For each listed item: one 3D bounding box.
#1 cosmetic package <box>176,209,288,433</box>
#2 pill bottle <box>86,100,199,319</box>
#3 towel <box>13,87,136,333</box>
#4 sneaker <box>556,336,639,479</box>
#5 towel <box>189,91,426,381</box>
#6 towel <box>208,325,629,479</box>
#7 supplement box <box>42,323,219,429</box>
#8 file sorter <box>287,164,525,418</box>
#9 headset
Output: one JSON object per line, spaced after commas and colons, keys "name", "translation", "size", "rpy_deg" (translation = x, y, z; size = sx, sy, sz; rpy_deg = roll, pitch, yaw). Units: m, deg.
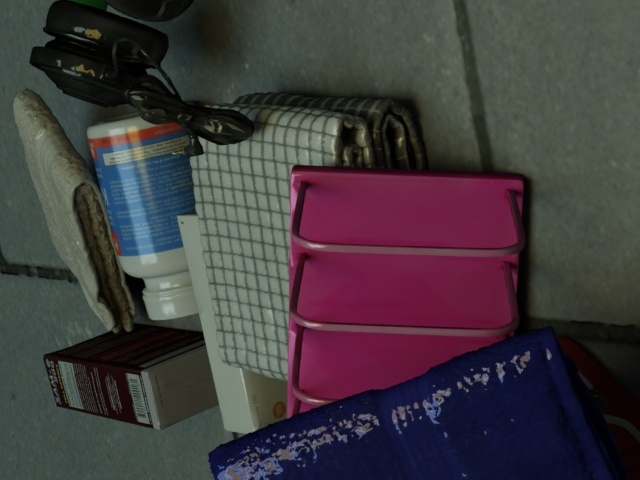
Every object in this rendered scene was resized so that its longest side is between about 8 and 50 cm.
{"name": "cosmetic package", "translation": [-0.072, 0.076, 1.736], "size": [0.060, 0.099, 0.239], "rpy_deg": [3, 109, 53]}
{"name": "pill bottle", "translation": [-0.169, -0.031, 1.789], "size": [0.124, 0.124, 0.221], "rpy_deg": [-2, 104, 53]}
{"name": "towel", "translation": [-0.288, -0.027, 1.925], "size": [0.187, 0.049, 0.282], "rpy_deg": [51, 160, 38]}
{"name": "sneaker", "translation": [0.243, 0.194, 1.413], "size": [0.221, 0.087, 0.128], "rpy_deg": [55, 153, 37]}
{"name": "towel", "translation": [0.000, 0.000, 1.593], "size": [0.235, 0.121, 0.283], "rpy_deg": [9, 113, 48]}
{"name": "towel", "translation": [0.089, 0.211, 1.310], "size": [0.308, 0.076, 0.227], "rpy_deg": [-21, 101, 14]}
{"name": "supplement box", "translation": [-0.206, 0.154, 1.921], "size": [0.239, 0.130, 0.073], "rpy_deg": [4, 109, 53]}
{"name": "file sorter", "translation": [0.067, 0.104, 1.405], "size": [0.182, 0.202, 0.290], "rpy_deg": [-80, -9, -70]}
{"name": "headset", "translation": [-0.169, -0.222, 1.629], "size": [0.243, 0.185, 0.394], "rpy_deg": [-61, 24, 26]}
